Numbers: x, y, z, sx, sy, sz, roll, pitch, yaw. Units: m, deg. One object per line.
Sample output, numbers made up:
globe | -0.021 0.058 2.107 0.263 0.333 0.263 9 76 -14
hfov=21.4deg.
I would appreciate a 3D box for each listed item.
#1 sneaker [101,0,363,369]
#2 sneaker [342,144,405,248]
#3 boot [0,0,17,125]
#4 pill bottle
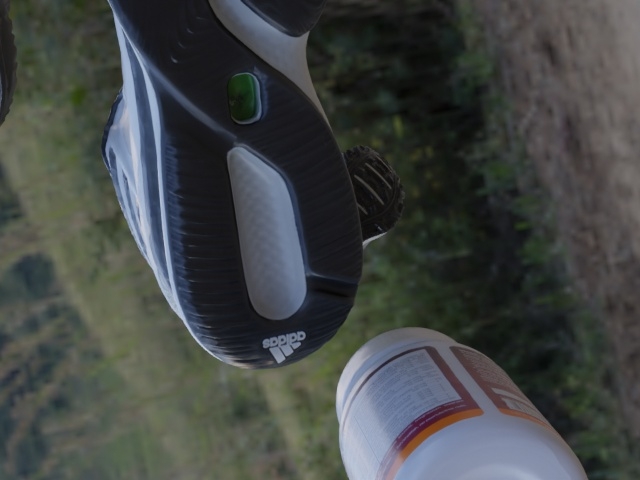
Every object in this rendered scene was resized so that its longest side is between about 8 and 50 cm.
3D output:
sneaker | -0.097 -0.155 1.117 0.257 0.169 0.448 -157 61 -64
sneaker | 0.000 0.000 1.833 0.100 0.271 0.108 44 144 -14
boot | -0.348 -0.119 1.290 0.348 0.131 0.260 107 -170 -51
pill bottle | 0.077 0.131 1.035 0.221 0.121 0.121 -125 25 -74
